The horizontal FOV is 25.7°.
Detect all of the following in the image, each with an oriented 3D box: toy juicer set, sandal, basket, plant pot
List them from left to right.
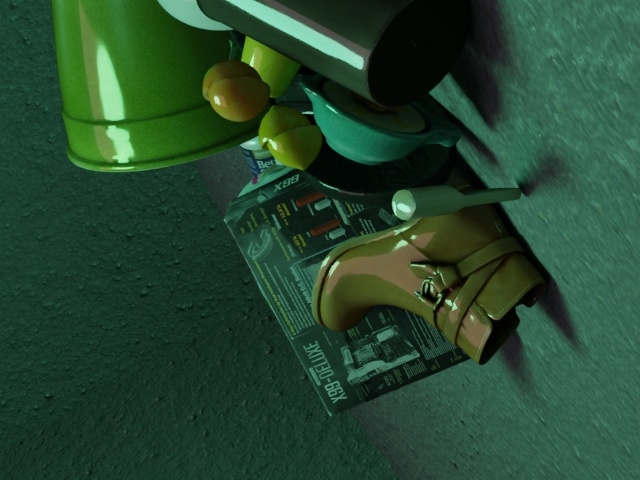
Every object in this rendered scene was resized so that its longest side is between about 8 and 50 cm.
[{"bbox_3d":[-0.251,-0.337,2.092,0.366,0.366,0.353,-137,30,-62],"label":"plant pot"},{"bbox_3d":[-0.003,-0.192,1.594,0.446,0.167,0.107,53,173,43],"label":"sandal"},{"bbox_3d":[0.022,-0.239,1.330,0.227,0.204,0.154,42,-179,32],"label":"basket"},{"bbox_3d":[0.038,-0.117,1.368,0.329,0.089,0.209,29,-155,12],"label":"toy juicer set"}]

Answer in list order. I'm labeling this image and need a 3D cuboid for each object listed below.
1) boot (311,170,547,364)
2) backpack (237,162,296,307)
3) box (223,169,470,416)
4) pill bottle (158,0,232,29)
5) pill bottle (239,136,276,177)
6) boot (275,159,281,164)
[{"bbox_3d":[0.123,0.062,1.613,0.220,0.283,0.109,49,-149,22],"label":"boot"},{"bbox_3d":[0.000,0.000,2.037,0.253,0.225,0.191,62,169,-9],"label":"backpack"},{"bbox_3d":[0.056,0.042,1.772,0.307,0.242,0.076,62,-167,-17],"label":"box"},{"bbox_3d":[-0.126,-0.403,1.409,0.224,0.224,0.392,55,170,28],"label":"pill bottle"},{"bbox_3d":[-0.091,-0.168,2.432,0.094,0.094,0.169,50,167,48],"label":"pill bottle"},{"bbox_3d":[0.013,-0.163,1.867,0.258,0.095,0.123,4,98,56],"label":"boot"}]
